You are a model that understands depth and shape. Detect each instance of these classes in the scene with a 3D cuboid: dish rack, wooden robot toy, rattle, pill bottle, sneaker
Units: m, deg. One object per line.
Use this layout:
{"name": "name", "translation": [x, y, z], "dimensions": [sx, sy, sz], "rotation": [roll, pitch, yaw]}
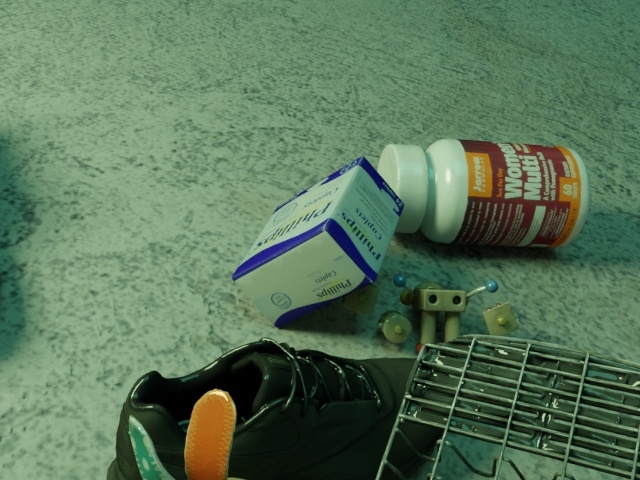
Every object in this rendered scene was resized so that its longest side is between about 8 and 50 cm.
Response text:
{"name": "dish rack", "translation": [0.115, 0.190, 0.427], "dimensions": [0.208, 0.074, 0.271], "rotation": [10, 60, 25]}
{"name": "wooden robot toy", "translation": [0.104, 0.070, 0.721], "dimensions": [0.174, 0.076, 0.079], "rotation": [4, 3, -8]}
{"name": "rattle", "translation": [-0.066, 0.201, 0.387], "dimensions": [0.130, 0.199, 0.142], "rotation": [14, 38, 6]}
{"name": "pill bottle", "translation": [0.182, -0.055, 0.832], "dimensions": [0.221, 0.121, 0.121], "rotation": [2, 39, -10]}
{"name": "sneaker", "translation": [-0.014, 0.132, 0.546], "dimensions": [0.287, 0.130, 0.109], "rotation": [-10, 40, -26]}

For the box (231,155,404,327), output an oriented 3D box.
{"name": "box", "translation": [0.000, 0.000, 0.708], "dimensions": [0.072, 0.126, 0.137], "rotation": [49, 36, -17]}
